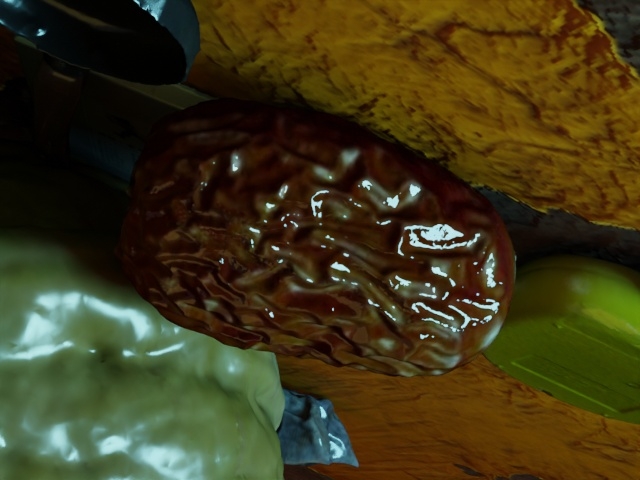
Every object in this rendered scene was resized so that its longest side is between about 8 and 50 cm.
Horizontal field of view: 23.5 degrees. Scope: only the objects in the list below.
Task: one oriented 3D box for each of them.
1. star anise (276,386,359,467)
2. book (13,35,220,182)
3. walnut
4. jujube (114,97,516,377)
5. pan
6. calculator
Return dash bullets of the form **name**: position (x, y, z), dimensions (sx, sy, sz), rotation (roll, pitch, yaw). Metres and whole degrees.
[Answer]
- **star anise**: position (-0.072, 0.129, 1.190), dimensions (0.230, 0.081, 0.262), rotation (25, 174, -3)
- **book**: position (-0.091, -0.049, 0.796), dimensions (0.127, 0.014, 0.182), rotation (22, 163, 3)
- **walnut**: position (-0.172, 0.094, 0.786), dimensions (0.332, 0.333, 0.333), rotation (21, 163, 7)
- **jujube**: position (0.000, 0.000, 0.677), dimensions (0.176, 0.109, 0.112), rotation (15, -177, -9)
- **pan**: position (-0.109, -0.085, 0.667), dimensions (0.114, 0.040, 0.212), rotation (23, 159, -2)
- **calculator**: position (0.153, 0.054, 0.762), dimensions (0.146, 0.032, 0.235), rotation (25, 164, -6)
